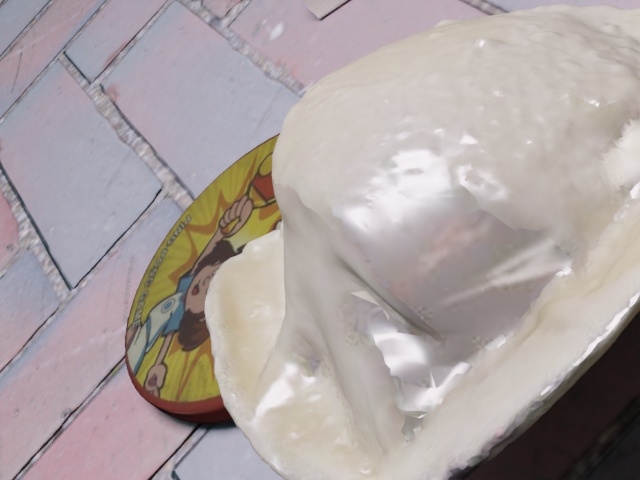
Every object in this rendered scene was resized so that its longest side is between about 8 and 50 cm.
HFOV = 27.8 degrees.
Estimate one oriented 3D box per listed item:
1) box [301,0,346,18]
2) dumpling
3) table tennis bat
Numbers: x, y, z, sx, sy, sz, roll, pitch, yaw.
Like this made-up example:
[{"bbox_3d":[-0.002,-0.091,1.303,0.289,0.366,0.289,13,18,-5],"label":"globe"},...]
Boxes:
[{"bbox_3d":[0.044,-0.236,0.908,0.152,0.048,0.100,-29,42,23],"label":"box"},{"bbox_3d":[0.065,-0.003,0.533,0.227,0.175,0.243,-86,19,-56],"label":"dumpling"},{"bbox_3d":[0.000,0.000,0.744,0.310,0.038,0.200,-28,41,33],"label":"table tennis bat"}]
